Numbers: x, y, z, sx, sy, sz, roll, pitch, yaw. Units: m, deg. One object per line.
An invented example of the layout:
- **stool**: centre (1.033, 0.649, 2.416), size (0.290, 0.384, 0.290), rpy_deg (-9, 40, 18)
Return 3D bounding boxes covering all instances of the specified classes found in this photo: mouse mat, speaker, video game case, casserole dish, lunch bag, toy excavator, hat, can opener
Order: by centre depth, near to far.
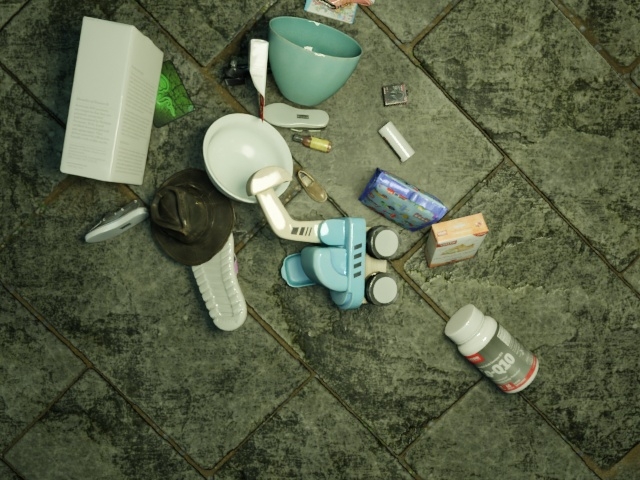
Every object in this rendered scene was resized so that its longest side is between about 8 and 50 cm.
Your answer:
- **toy excavator**: centre (0.000, 0.000, 1.397), size (0.445, 0.222, 0.433), rpy_deg (0, 92, -22)
- **lunch bag**: centre (0.255, -0.128, 1.421), size (0.221, 0.293, 0.138), rpy_deg (30, 93, -2)
- **hat**: centre (-0.443, -0.086, 1.461), size (0.331, 0.134, 0.331), rpy_deg (-2, 83, 16)
- **video game case**: centre (0.041, -0.799, 1.516), size (0.166, 0.015, 0.119), rpy_deg (15, 94, -1)
- **can opener**: centre (-0.231, -0.566, 1.517), size (0.186, 0.073, 0.059), rpy_deg (-12, 55, -3)
- **speaker**: centre (0.254, -0.330, 1.528), size (0.055, 0.055, 0.136), rpy_deg (-39, 94, 2)
- **mouse mat**: centre (-0.528, -0.492, 1.538), size (0.153, 0.007, 0.189), rpy_deg (-26, 93, 2)
- **casserole dish**: centre (-0.039, 0.093, 1.563), size (0.188, 0.037, 0.114), rpy_deg (-11, 93, 0)

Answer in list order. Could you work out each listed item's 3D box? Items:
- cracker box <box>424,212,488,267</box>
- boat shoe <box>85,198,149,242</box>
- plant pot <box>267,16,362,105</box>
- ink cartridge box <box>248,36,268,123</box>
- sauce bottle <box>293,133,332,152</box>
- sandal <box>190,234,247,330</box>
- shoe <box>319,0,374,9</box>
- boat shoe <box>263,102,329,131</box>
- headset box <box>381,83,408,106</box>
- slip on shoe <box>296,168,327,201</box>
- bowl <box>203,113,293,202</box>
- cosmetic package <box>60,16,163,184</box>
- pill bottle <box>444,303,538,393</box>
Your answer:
- **cracker box**: centre (0.426, 0.006, 1.462), size (0.156, 0.232, 0.067), rpy_deg (-13, 66, 1)
- **boat shoe**: centre (-0.689, -0.070, 1.533), size (0.228, 0.080, 0.076), rpy_deg (-28, 76, 4)
- **plant pot**: centre (-0.037, -0.541, 1.428), size (0.290, 0.290, 0.195), rpy_deg (19, 129, -2)
- **ink cartridge box**: centre (-0.200, -0.498, 1.413), size (0.066, 0.189, 0.232), rpy_deg (6, 114, -14)
- **sauce bottle**: centre (-0.026, -0.329, 1.532), size (0.128, 0.042, 0.042), rpy_deg (16, 93, -3)
- **sandal**: centre (-0.339, 0.096, 1.532), size (0.169, 0.102, 0.416), rpy_deg (-14, 80, 15)
- **shoe**: centre (0.082, -0.781, 1.481), size (0.178, 0.063, 0.081), rpy_deg (25, 94, 4)
- **boat shoe**: centre (-0.084, -0.395, 1.509), size (0.219, 0.070, 0.077), rpy_deg (7, 75, -6)
- **headset box**: centre (0.251, -0.486, 1.529), size (0.083, 0.032, 0.062), rpy_deg (-7, 94, 2)
- **slip on shoe**: centre (-0.030, -0.185, 1.542), size (0.051, 0.041, 0.135), rpy_deg (-37, 93, 2)
- **bowl**: centre (-0.247, -0.241, 1.464), size (0.298, 0.134, 0.298), rpy_deg (9, 70, -28)
- **cosmetic package**: centre (-0.642, -0.413, 1.427), size (0.161, 0.230, 0.453), rpy_deg (12, 94, 1)
- **pill bottle**: centre (0.563, 0.356, 1.521), size (0.283, 0.161, 0.161), rpy_deg (41, 93, -3)
